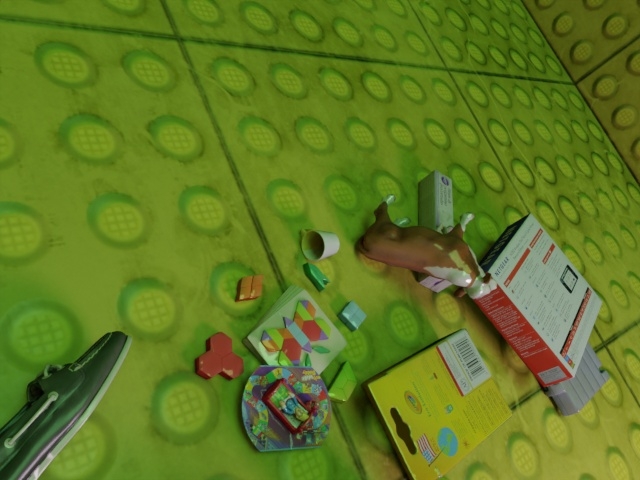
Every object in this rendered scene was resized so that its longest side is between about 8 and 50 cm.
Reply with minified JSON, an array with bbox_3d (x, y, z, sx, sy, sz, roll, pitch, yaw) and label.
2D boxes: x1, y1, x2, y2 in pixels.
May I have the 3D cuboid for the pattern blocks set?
[{"bbox_3d":[-0.044,0.175,0.973,0.285,0.026,0.324,41,45,-10],"label":"pattern blocks set"}]

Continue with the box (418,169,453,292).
[{"bbox_3d":[0.282,-0.030,1.330,0.063,0.067,0.324,27,49,-23],"label":"box"}]

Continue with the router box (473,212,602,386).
[{"bbox_3d":[0.528,0.130,1.328,0.301,0.082,0.335,52,45,2],"label":"router box"}]

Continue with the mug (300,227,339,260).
[{"bbox_3d":[0.003,0.001,1.099,0.064,0.062,0.078,-7,74,-49],"label":"mug"}]

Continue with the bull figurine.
[{"bbox_3d":[0.241,0.014,1.182,0.311,0.101,0.188,17,48,4],"label":"bull figurine"}]

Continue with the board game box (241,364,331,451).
[{"bbox_3d":[-0.044,0.266,0.879,0.169,0.033,0.133,11,63,-33],"label":"board game box"}]

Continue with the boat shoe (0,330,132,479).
[{"bbox_3d":[-0.351,0.225,0.643,0.095,0.112,0.335,41,49,-16],"label":"boat shoe"}]

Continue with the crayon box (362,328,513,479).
[{"bbox_3d":[0.215,0.314,1.046,0.319,0.081,0.202,-14,72,-43],"label":"crayon box"}]

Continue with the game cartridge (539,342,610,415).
[{"bbox_3d":[0.584,0.241,1.398,0.230,0.068,0.355,-17,74,-39],"label":"game cartridge"}]
